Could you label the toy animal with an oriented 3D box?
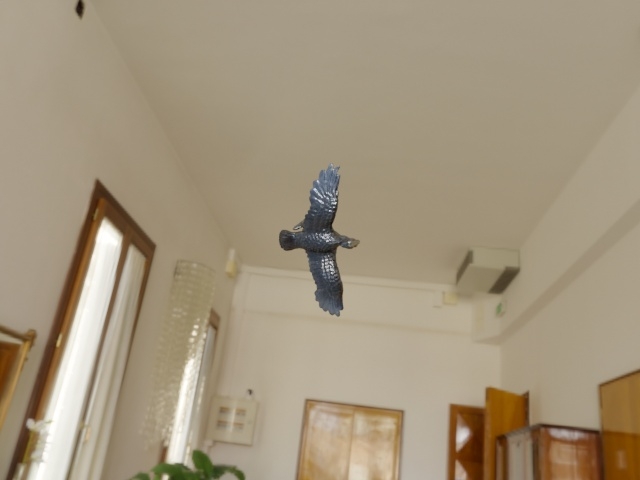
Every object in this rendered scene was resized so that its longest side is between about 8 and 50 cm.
[{"bbox_3d":[0.000,0.000,0.802,0.108,0.220,0.062,17,26,37],"label":"toy animal"}]
